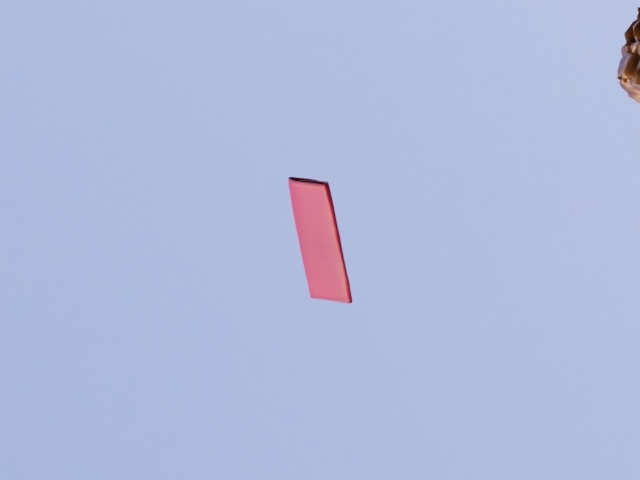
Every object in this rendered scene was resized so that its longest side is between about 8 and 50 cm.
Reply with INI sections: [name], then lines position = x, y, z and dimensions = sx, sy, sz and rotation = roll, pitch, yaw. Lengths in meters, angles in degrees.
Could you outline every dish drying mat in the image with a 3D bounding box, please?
[dish drying mat]
position = 0.000, 0.000, 1.149
dimensions = 0.032, 0.083, 0.008
rotation = 7, -148, 33

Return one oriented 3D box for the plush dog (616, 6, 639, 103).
[plush dog]
position = 0.249, -0.142, 0.762
dimensions = 0.262, 0.225, 0.210
rotation = 52, -121, -25
